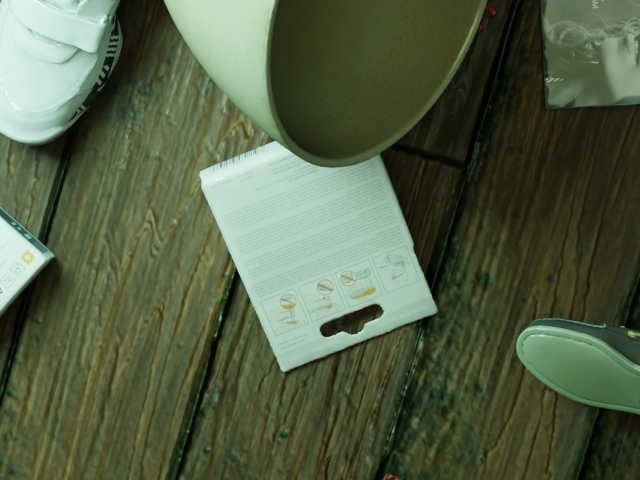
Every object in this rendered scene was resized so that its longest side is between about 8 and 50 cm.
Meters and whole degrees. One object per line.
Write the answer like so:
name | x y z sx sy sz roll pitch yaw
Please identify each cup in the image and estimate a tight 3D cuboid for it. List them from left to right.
cup | -0.022 -0.265 1.743 0.237 0.331 0.331 29 96 33

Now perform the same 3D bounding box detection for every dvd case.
dvd case | 0.334 -0.221 1.848 0.221 0.018 0.165 -3 93 3

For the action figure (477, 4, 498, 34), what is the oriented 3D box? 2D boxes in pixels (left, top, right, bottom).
action figure | 0.126 -0.256 1.852 0.115 0.030 0.038 41 89 5

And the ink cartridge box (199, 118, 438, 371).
ink cartridge box | 0.000 0.000 1.875 0.181 0.056 0.225 -21 111 4

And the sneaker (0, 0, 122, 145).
sneaker | -0.252 -0.267 1.782 0.137 0.210 0.366 23 95 2

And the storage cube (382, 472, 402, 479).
storage cube | 0.088 0.376 1.805 0.183 0.215 0.193 31 101 0

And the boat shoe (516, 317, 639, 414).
boat shoe | 0.310 0.127 1.848 0.227 0.069 0.081 21 130 4

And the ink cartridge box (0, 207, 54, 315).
ink cartridge box | -0.421 0.025 1.892 0.208 0.045 0.206 42 95 -1
